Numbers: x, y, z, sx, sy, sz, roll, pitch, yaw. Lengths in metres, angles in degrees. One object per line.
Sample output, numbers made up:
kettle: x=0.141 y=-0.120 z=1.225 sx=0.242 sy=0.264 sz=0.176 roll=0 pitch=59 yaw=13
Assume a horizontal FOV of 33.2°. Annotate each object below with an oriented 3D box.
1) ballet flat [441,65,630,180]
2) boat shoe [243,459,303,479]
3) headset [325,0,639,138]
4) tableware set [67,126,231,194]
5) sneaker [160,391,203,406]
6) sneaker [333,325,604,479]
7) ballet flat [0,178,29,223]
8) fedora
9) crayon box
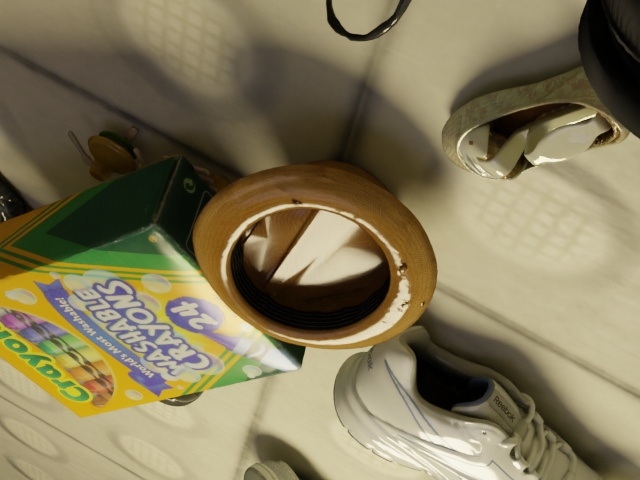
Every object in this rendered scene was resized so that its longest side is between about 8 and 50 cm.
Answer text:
ballet flat: x=0.122 y=-0.064 z=0.641 sx=0.057 sy=0.052 sz=0.168 roll=41 pitch=149 yaw=-17
boat shoe: x=-0.004 y=0.382 z=1.400 sx=0.118 sy=0.103 sz=0.320 roll=27 pitch=151 yaw=50
headset: x=0.163 y=-0.155 z=0.429 sx=0.394 sy=0.185 sz=0.243 roll=-2 pitch=143 yaw=22
tableware set: x=-0.139 y=-0.055 z=0.932 sx=0.154 sy=0.024 sz=0.104 roll=16 pitch=150 yaw=24
sneaker: x=-0.244 y=0.093 z=1.170 sx=0.267 sy=0.101 sz=0.106 roll=46 pitch=151 yaw=-21
sneaker: x=0.152 y=0.184 z=0.938 sx=0.297 sy=0.111 sz=0.129 roll=32 pitch=145 yaw=-3
ballet flat: x=-0.339 y=-0.024 z=1.130 sx=0.057 sy=0.049 sz=0.173 roll=3 pitch=140 yaw=39
fedora: x=0.000 y=0.000 z=0.810 sx=0.194 sy=0.079 sz=0.194 roll=10 pitch=135 yaw=10
crayon box: x=-0.193 y=0.060 z=0.964 sx=0.323 sy=0.083 sz=0.203 roll=-16 pitch=133 yaw=32
